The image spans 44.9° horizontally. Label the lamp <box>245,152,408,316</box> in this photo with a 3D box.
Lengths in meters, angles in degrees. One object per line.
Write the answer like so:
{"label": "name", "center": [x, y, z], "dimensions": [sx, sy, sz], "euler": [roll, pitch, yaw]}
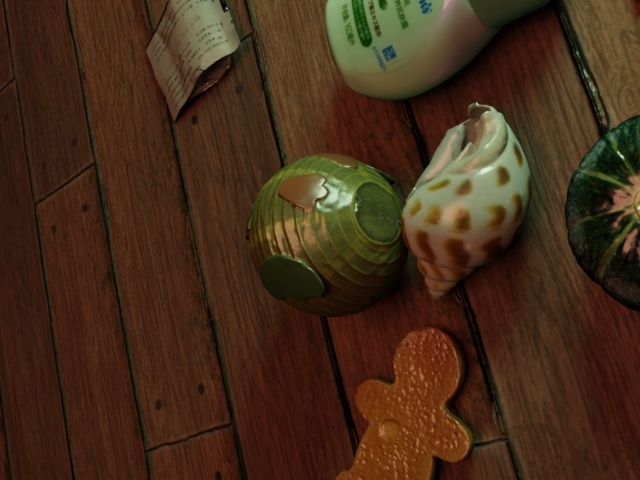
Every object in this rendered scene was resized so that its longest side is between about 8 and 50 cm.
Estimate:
{"label": "lamp", "center": [0.000, 0.000, 1.177], "dimensions": [0.284, 0.250, 0.250], "euler": [-29, 68, 50]}

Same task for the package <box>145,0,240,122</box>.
{"label": "package", "center": [-0.266, -0.388, 1.538], "dimensions": [0.251, 0.062, 0.204], "euler": [-38, 63, 35]}

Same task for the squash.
{"label": "squash", "center": [0.410, -0.031, 0.884], "dimensions": [0.252, 0.165, 0.252], "euler": [-7, 79, 41]}

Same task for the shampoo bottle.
{"label": "shampoo bottle", "center": [0.180, -0.345, 1.108], "dimensions": [0.349, 0.151, 0.222], "euler": [-20, 72, 36]}

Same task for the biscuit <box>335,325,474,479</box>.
{"label": "biscuit", "center": [0.137, 0.284, 1.157], "dimensions": [0.205, 0.049, 0.324], "euler": [17, 97, 38]}

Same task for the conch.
{"label": "conch", "center": [0.198, -0.042, 1.069], "dimensions": [0.148, 0.183, 0.275], "euler": [34, 115, -8]}
